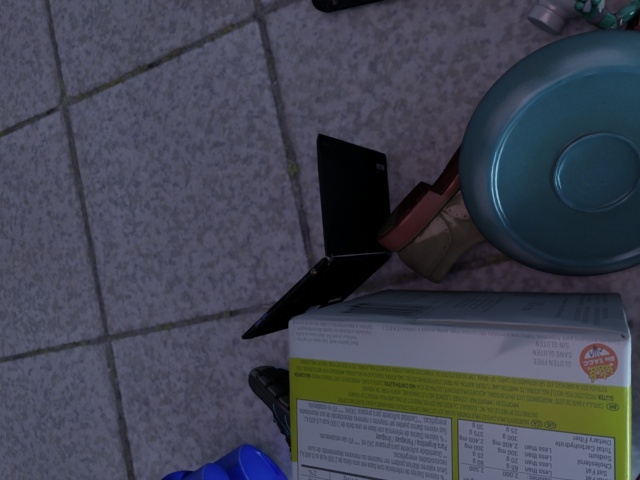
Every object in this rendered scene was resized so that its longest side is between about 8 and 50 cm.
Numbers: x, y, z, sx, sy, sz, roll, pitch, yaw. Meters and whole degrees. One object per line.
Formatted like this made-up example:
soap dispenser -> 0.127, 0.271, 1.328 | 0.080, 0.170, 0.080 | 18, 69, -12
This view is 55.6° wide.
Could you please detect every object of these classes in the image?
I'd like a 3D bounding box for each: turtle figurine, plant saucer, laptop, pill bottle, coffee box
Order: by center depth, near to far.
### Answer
turtle figurine -> 0.411, -0.256, 0.734 | 0.175, 0.118, 0.233 | 11, 112, 41
plant saucer -> 0.331, -0.087, 0.734 | 0.318, 0.043, 0.317 | 4, 116, 7
coffee box -> 0.186, 0.241, 0.735 | 0.339, 0.338, 0.333 | -1, 91, 26
pill bottle -> 0.329, -0.337, 0.800 | 0.067, 0.067, 0.120 | 38, 107, 21
laptop -> 0.000, 0.000, 0.883 | 0.264, 0.234, 0.136 | -45, 71, 21

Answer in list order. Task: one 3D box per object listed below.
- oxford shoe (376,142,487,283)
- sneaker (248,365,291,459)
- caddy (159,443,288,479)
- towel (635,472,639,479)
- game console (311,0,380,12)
oxford shoe -> 0.242, -0.083, 0.845 | 0.130, 0.123, 0.348 | 43, 110, -8
sneaker -> -0.028, 0.311, 0.980 | 0.267, 0.101, 0.106 | 38, 110, 22
caddy -> -0.133, 0.500, 0.961 | 0.179, 0.241, 0.341 | -44, 72, 16
towel -> 0.505, 0.253, 0.552 | 0.329, 0.037, 0.236 | 34, 110, 25
game console -> 0.149, -0.543, 0.893 | 0.387, 0.060, 0.341 | -2, 90, 28
